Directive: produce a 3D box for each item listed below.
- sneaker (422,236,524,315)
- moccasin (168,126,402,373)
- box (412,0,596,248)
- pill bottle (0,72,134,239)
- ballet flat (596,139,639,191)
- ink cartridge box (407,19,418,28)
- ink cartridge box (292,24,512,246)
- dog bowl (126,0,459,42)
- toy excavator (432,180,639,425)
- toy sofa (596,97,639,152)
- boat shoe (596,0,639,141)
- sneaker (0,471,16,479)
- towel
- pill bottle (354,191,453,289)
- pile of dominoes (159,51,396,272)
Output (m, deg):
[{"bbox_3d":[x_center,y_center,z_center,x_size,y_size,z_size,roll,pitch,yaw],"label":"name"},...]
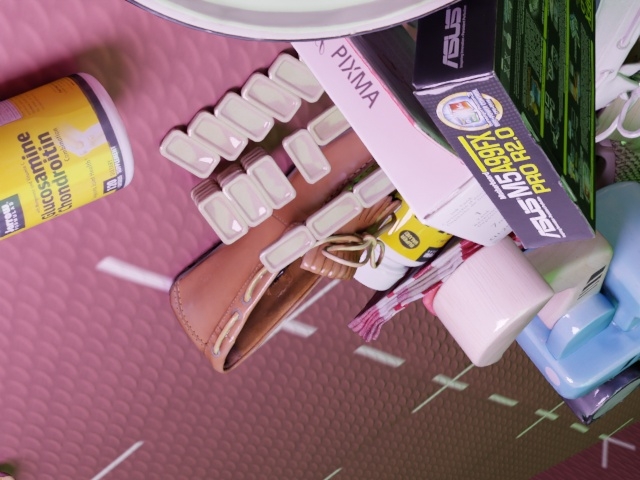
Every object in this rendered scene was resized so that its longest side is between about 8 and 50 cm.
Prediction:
[{"bbox_3d":[0.246,0.005,1.740,0.136,0.116,0.314,-28,159,-49],"label":"sneaker"},{"bbox_3d":[-0.001,-0.001,1.408,0.380,0.147,0.139,-40,156,11],"label":"moccasin"},{"bbox_3d":[0.144,-0.163,0.949,0.060,0.270,0.216,-9,148,26],"label":"box"},{"bbox_3d":[-0.251,-0.058,1.039,0.184,0.103,0.103,-25,154,-21],"label":"pill bottle"},{"bbox_3d":[0.366,-0.030,1.858,0.182,0.164,0.483,-2,140,-16],"label":"ballet flat"},{"bbox_3d":[0.160,-0.283,1.145,0.224,0.045,0.223,-56,164,15],"label":"ink cartridge box"},{"bbox_3d":[0.025,-0.141,1.004,0.066,0.296,0.261,-42,154,16],"label":"ink cartridge box"},{"bbox_3d":[0.004,-0.317,0.719,0.408,0.150,0.408,-12,138,-11],"label":"dog bowl"},{"bbox_3d":[0.305,0.045,1.491,0.433,0.222,0.445,-30,157,-15],"label":"toy excavator"},{"bbox_3d":[0.434,-0.222,1.494,0.362,0.177,0.150,86,21,-74],"label":"toy sofa"},{"bbox_3d":[0.286,-0.182,1.309,0.156,0.136,0.367,6,144,-3],"label":"boat shoe"},{"bbox_3d":[-0.416,0.340,1.617,0.185,0.069,0.084,-42,164,30],"label":"sneaker"},{"bbox_3d":[0.191,-0.013,1.586,0.329,0.037,0.237,-39,-176,39],"label":"towel"},{"bbox_3d":[0.111,-0.046,1.505,0.208,0.119,0.119,-47,153,26],"label":"pill bottle"},{"bbox_3d":[-0.015,-0.100,1.281,0.251,0.040,0.196,-35,122,0],"label":"pile of dominoes"}]
